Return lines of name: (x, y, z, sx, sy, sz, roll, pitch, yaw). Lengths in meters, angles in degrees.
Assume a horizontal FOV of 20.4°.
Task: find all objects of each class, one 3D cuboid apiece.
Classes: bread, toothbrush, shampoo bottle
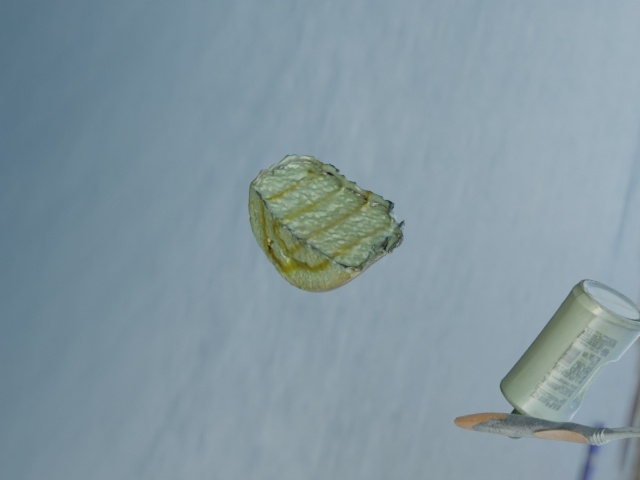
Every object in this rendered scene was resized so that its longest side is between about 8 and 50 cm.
bread: (0.003, 0.004, 1.677, 0.103, 0.156, 0.110, -26, 142, -32)
toothbrush: (0.290, 0.222, 2.067, 0.037, 0.375, 0.028, -45, 116, -30)
shampoo bottle: (0.310, 0.165, 2.294, 0.234, 0.118, 0.087, -55, -142, 22)
